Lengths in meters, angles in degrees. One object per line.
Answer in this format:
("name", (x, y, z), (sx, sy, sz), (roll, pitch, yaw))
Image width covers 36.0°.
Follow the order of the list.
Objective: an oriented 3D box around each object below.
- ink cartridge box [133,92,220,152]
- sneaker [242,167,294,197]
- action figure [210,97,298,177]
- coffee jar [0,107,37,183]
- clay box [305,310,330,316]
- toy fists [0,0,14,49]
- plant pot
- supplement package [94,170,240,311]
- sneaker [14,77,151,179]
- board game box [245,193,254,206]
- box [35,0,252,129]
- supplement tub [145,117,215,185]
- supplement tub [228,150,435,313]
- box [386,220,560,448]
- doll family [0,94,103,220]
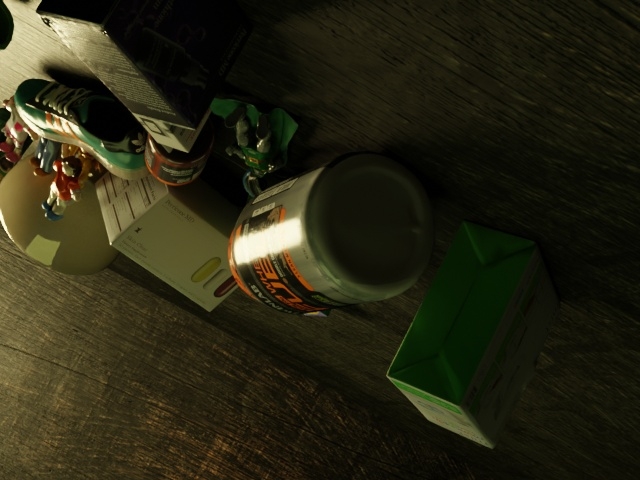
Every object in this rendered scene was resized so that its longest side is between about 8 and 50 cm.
("ink cartridge box", (-0.207, -0.199, 1.397), (0.060, 0.104, 0.180), (19, 164, 25))
("sneaker", (-0.044, -0.062, 1.647), (0.188, 0.067, 0.078), (33, 168, -15))
("action figure", (-0.096, -0.143, 1.489), (0.137, 0.063, 0.232), (22, 168, 7))
("coffee jar", (-0.701, -0.191, 2.148), (0.079, 0.184, 0.096), (20, 163, 26))
("clay box", (-0.085, 0.104, 2.318), (0.222, 0.053, 0.127), (32, 164, -21))
("toy fists", (-0.576, -0.384, 1.453), (0.142, 0.096, 0.279), (9, 158, 22))
("plant pot", (-0.485, -0.098, 2.014), (0.284, 0.284, 0.191), (34, 128, -22))
("supplement package", (-0.264, -0.030, 1.839), (0.262, 0.145, 0.204), (39, -166, -39))
("sneaker", (-0.414, -0.224, 1.720), (0.302, 0.108, 0.121), (28, 148, 16))
("board game box", (-0.088, -0.016, 1.677), (0.092, 0.181, 0.043), (33, 128, -20))
("box", (-0.191, -0.247, 1.112), (0.108, 0.153, 0.207), (18, 164, 31))
("supplement tub", (-0.234, -0.150, 1.611), (0.106, 0.106, 0.198), (29, 165, -7))
("supplement tub", (0.000, 0.000, 1.453), (0.207, 0.207, 0.338), (33, 158, -18))
("box", (0.239, 0.145, 1.464), (0.127, 0.262, 0.231), (20, 165, 29))
("doll family", (-0.487, -0.176, 1.845), (0.118, 0.163, 0.263), (-17, -121, -49))
